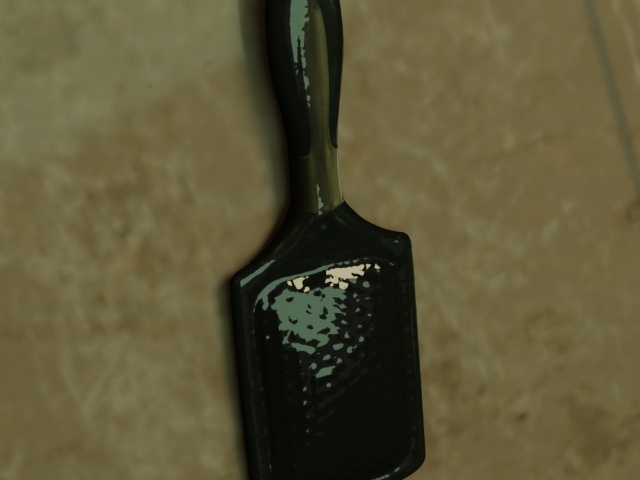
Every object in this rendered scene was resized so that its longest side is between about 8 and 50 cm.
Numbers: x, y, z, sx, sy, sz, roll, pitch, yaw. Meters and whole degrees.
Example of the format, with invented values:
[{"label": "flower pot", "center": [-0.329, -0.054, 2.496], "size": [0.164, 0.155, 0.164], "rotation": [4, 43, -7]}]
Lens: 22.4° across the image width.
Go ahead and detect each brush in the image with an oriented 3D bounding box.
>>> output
[{"label": "brush", "center": [0.000, 0.000, 0.502], "size": [0.063, 0.016, 0.193], "rotation": [-14, 114, -20]}]
